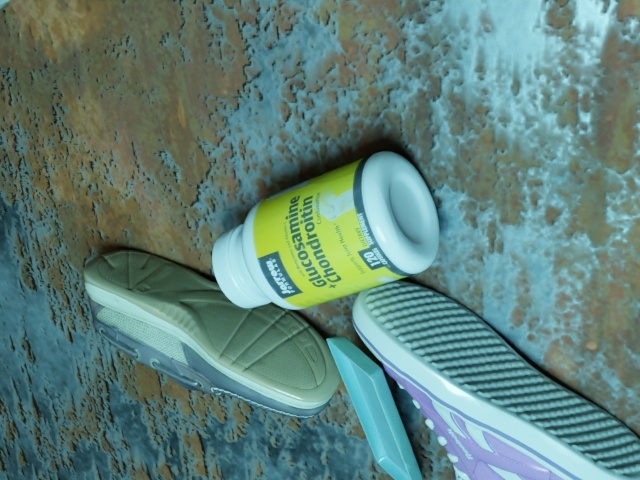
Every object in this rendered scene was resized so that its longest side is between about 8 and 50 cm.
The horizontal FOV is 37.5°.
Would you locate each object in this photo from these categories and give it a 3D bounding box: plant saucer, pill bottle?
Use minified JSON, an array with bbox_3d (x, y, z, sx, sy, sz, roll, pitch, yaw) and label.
[{"bbox_3d":[0.054,0.161,0.849,0.067,0.018,0.192,37,157,45],"label":"plant saucer"},{"bbox_3d":[0.000,0.000,0.797,0.184,0.103,0.103,-20,103,33],"label":"pill bottle"}]

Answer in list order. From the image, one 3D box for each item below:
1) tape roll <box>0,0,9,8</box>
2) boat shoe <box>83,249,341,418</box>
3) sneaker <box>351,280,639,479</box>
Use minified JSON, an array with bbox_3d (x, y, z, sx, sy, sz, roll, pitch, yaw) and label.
[{"bbox_3d":[-0.399,-0.352,0.781,0.392,0.072,0.392,26,140,25],"label":"tape roll"},{"bbox_3d":[-0.109,0.100,0.910,0.285,0.103,0.092,23,127,20],"label":"boat shoe"},{"bbox_3d":[0.121,0.165,0.820,0.282,0.102,0.161,38,128,6],"label":"sneaker"}]
